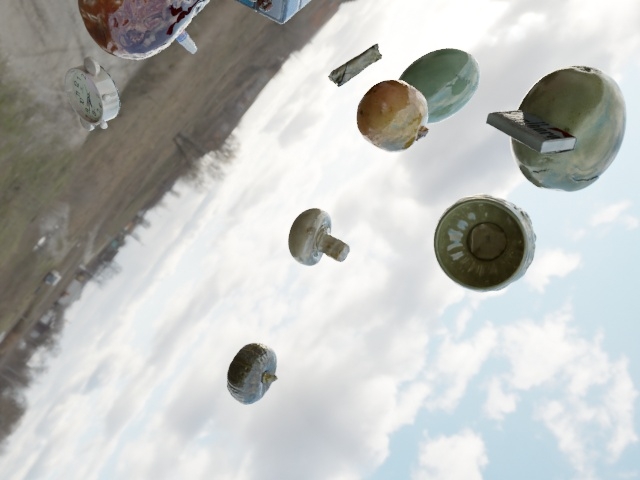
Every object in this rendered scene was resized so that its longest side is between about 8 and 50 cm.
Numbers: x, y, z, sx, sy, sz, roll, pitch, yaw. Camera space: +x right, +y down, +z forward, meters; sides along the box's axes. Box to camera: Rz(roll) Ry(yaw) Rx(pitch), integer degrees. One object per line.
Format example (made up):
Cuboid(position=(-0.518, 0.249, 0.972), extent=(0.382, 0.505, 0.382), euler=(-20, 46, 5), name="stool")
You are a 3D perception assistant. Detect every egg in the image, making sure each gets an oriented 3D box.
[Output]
Cuboid(position=(0.347, -0.463, 1.919), extent=(0.282, 0.203, 0.203), euler=(-26, -155, 29), name="egg")

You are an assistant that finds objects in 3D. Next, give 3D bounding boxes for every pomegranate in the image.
Cuboid(position=(0.181, -0.309, 1.608), extent=(0.191, 0.191, 0.191), euler=(-46, -165, 16), name="pomegranate")

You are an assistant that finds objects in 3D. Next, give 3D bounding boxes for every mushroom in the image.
Cuboid(position=(-0.014, -0.010, 2.136), extent=(0.209, 0.206, 0.206), euler=(4, -128, 47), name="mushroom")

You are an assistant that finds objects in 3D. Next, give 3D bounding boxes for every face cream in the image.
Cuboid(position=(-0.360, -0.525, 1.618), extent=(0.034, 0.130, 0.034), euler=(-15, -125, 23), name="face cream")

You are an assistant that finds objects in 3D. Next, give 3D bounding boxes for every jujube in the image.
Cuboid(position=(-0.319, -0.450, 1.181), extent=(0.255, 0.190, 0.190), euler=(-46, -170, -36), name="jujube")

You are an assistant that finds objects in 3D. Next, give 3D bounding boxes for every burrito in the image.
Cuboid(position=(0.102, -0.501, 1.824), extent=(0.171, 0.051, 0.042), euler=(-34, -159, 1), name="burrito")

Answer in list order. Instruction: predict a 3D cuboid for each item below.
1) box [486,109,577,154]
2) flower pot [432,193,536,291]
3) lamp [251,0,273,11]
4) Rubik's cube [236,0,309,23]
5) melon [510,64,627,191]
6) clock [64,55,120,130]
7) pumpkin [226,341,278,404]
Cuboid(position=(0.477, -0.249, 1.447), extent=(0.177, 0.115, 0.036), euler=(47, -44, 46), name="box")
Cuboid(position=(0.513, 0.003, 1.974), extent=(0.307, 0.307, 0.244), euler=(-45, 168, 19), name="flower pot")
Cuboid(position=(-0.196, -0.800, 2.127), extent=(0.063, 0.083, 0.031), euler=(-37, 175, -15), name="lamp")
Cuboid(position=(-0.169, -1.038, 2.240), extent=(0.362, 0.363, 0.359), euler=(-59, 170, -36), name="Rubik's cube")
Cuboid(position=(0.619, -0.274, 1.611), extent=(0.268, 0.268, 0.330), euler=(-72, 169, -55), name="melon")
Cuboid(position=(-0.590, -0.381, 1.656), extent=(0.063, 0.155, 0.229), euler=(-40, 162, -41), name="clock")
Cuboid(position=(-0.222, 0.456, 2.174), extent=(0.219, 0.162, 0.219), euler=(16, 90, -74), name="pumpkin")
